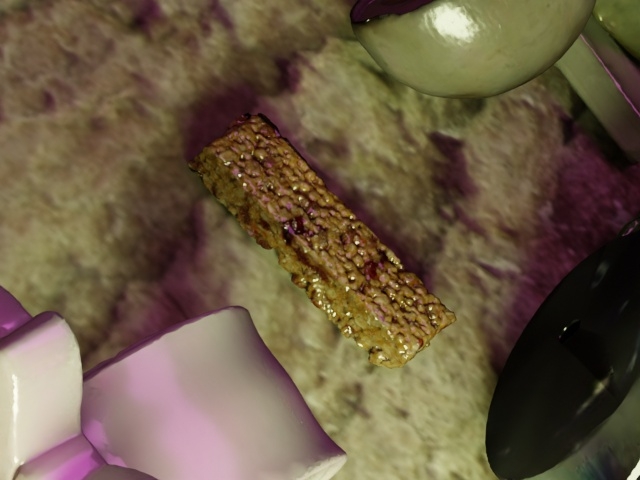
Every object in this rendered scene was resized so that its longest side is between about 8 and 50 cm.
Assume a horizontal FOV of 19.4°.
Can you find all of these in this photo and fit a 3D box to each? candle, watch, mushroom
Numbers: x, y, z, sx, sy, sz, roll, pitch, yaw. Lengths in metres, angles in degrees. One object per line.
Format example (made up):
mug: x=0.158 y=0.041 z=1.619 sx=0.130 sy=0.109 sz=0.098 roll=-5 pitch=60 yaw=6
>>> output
candle: x=0.293 y=0.144 z=1.191 sx=0.343 sy=0.221 sz=0.221 roll=27 pitch=51 yaw=-16
watch: x=-0.097 y=0.110 z=0.971 sx=0.217 sy=0.248 sz=0.211 roll=-26 pitch=75 yaw=-41
mushroom: x=0.119 y=-0.165 z=1.344 sx=0.188 sy=0.141 sz=0.117 roll=-27 pitch=98 yaw=-6

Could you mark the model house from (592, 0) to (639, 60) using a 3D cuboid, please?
model house: x=0.332 y=-0.239 z=1.460 sx=0.268 sy=0.173 sz=0.239 roll=12 pitch=33 yaw=-6

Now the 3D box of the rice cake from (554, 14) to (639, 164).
rice cake: x=0.182 y=-0.168 z=1.428 sx=0.256 sy=0.052 sz=0.057 roll=54 pitch=17 yaw=10

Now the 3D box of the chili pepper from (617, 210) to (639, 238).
chili pepper: x=0.331 y=0.004 z=1.390 sx=0.257 sy=0.074 sz=0.100 roll=13 pitch=100 yaw=-19

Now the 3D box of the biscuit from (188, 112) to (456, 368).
biscuit: x=0.000 y=0.000 z=1.233 sx=0.199 sy=0.034 sz=0.064 roll=46 pitch=49 yaw=5
